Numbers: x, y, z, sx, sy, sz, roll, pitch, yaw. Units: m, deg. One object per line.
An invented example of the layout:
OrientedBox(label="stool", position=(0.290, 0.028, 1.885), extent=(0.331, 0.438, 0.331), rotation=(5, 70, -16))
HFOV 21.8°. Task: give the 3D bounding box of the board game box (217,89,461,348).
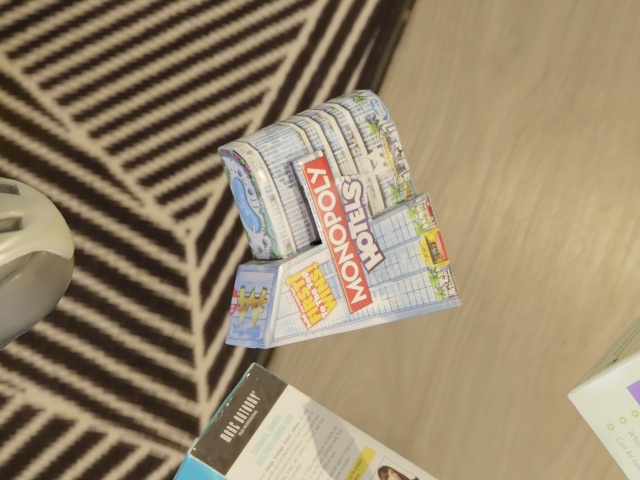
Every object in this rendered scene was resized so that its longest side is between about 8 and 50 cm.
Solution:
OrientedBox(label="board game box", position=(0.000, 0.000, 1.320), extent=(0.194, 0.060, 0.194), rotation=(-27, 105, -33))

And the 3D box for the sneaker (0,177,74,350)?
OrientedBox(label="sneaker", position=(-0.191, 0.071, 0.585), extent=(0.267, 0.101, 0.106), rotation=(-30, 119, 9))

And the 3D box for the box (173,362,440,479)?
OrientedBox(label="box", position=(0.024, 0.195, 1.156), extent=(0.244, 0.060, 0.100), rotation=(32, 46, 5))

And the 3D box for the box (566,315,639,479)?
OrientedBox(label="box", position=(0.310, 0.101, 0.959), extent=(0.213, 0.243, 0.117), rotation=(54, 38, 1))
